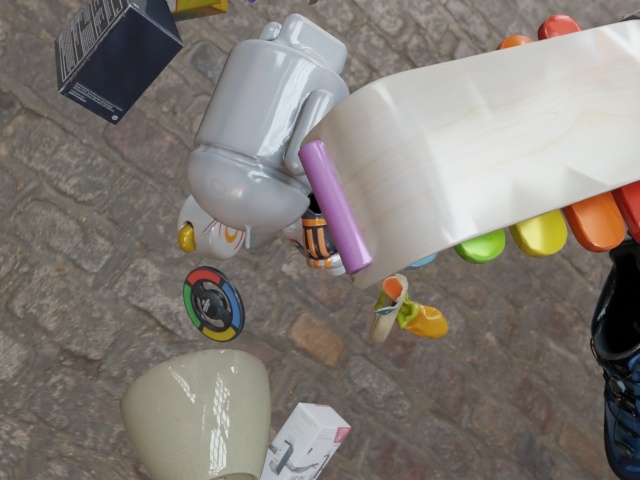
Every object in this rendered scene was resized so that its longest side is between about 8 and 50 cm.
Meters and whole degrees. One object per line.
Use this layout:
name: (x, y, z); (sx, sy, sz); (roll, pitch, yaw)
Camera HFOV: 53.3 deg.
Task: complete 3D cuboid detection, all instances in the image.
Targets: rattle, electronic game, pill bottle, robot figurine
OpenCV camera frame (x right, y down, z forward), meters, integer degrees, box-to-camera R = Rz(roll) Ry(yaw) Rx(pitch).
rattle: (0.153, 0.123, 1.056); (0.143, 0.199, 0.130); (37, 69, 7)
electronic game: (-0.304, 0.182, 1.806); (0.048, 0.229, 0.229); (-28, 92, -50)
pill bottle: (0.000, 0.000, 1.483); (0.180, 0.108, 0.108); (50, 55, -39)
robot figurine: (-0.081, -0.162, 0.982); (0.200, 0.300, 0.353); (24, 84, -28)

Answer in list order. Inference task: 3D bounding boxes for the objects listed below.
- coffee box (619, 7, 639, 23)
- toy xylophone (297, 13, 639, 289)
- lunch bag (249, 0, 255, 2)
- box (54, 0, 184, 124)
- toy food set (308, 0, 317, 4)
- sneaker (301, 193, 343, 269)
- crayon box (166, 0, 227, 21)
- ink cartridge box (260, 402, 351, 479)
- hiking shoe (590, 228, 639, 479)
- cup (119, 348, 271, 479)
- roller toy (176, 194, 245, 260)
coffee box: (0.622, -0.371, 1.082); (0.040, 0.184, 0.113); (-43, 108, -49)
toy xylophone: (0.141, -0.097, 0.464); (0.323, 0.081, 0.236); (-9, 76, -18)
lunch bag: (-0.079, -0.821, 1.504); (0.239, 0.386, 0.327); (27, 46, -69)
box: (-0.537, -0.519, 1.685); (0.183, 0.294, 0.296); (30, 25, -42)
toy food set: (0.073, -0.653, 1.550); (0.218, 0.128, 0.071); (-14, 83, -8)
sneaker: (0.059, -0.083, 1.313); (0.321, 0.125, 0.180); (-44, 129, -55)
crayon box: (-0.389, -0.813, 2.011); (0.081, 0.319, 0.202); (0, 96, -51)
ink cartridge box: (-0.047, 0.506, 1.529); (0.217, 0.092, 0.159); (-55, 147, 5)
hiking shoe: (0.324, 0.122, 0.661); (0.132, 0.113, 0.303); (-5, 106, -25)
cup: (-0.241, 0.424, 1.356); (0.331, 0.331, 0.237); (2, 45, -30)
roller toy: (-0.315, -0.041, 1.828); (0.191, 0.146, 0.209); (51, 50, -61)
